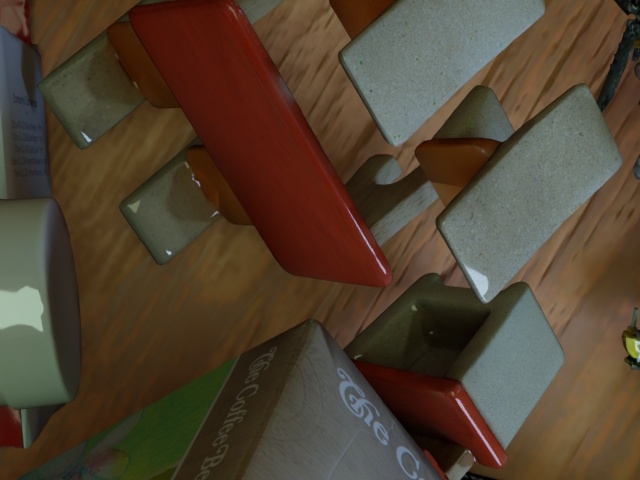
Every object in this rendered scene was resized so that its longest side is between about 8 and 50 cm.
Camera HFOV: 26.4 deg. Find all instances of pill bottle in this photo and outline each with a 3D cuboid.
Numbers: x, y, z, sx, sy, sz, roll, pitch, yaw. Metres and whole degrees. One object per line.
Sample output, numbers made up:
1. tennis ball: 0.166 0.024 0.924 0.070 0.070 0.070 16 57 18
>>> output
1. pill bottle: -0.210 0.034 0.567 0.208 0.117 0.117 -5 95 -2

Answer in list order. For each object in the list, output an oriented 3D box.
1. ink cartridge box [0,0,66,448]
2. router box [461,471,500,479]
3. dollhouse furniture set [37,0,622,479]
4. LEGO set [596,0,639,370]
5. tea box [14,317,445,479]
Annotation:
1. ink cartridge box: -0.299 -0.029 0.685 0.309 0.130 0.272 -4 94 -2
2. router box: 0.113 0.169 0.715 0.179 0.133 0.046 15 98 -4
3. dollhouse furniture set: 0.000 0.000 0.623 0.135 0.262 0.259 -44 116 -26
4. LEGO set: 0.202 0.007 0.602 0.192 0.331 0.255 0 120 -14
5. tea box: -0.049 0.269 0.568 0.323 0.220 0.329 -32 105 25
